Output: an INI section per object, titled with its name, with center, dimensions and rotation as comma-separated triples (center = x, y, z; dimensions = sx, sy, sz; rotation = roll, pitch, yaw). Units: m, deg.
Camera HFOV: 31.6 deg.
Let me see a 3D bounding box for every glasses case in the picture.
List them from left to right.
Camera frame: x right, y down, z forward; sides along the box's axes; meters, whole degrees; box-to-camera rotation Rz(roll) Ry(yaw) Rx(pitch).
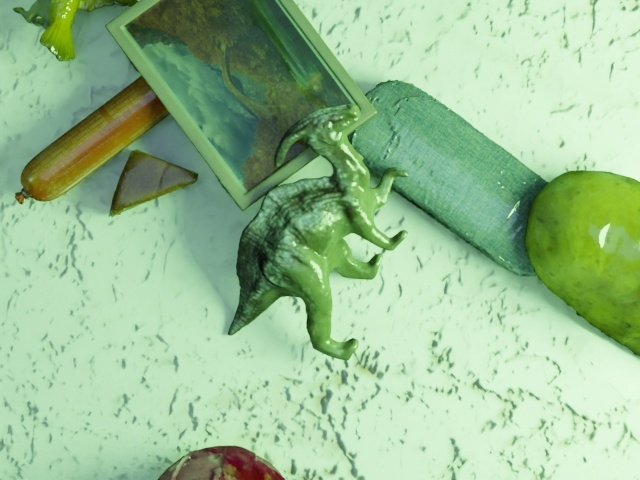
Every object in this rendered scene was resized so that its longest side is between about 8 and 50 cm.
[glasses case]
center = 0.154, -0.069, 1.249
dimensions = 0.282, 0.067, 0.109
rotation = 35, 85, 0

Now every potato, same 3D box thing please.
[potato]
center = 0.350, 0.028, 1.205
dimensions = 0.272, 0.111, 0.160
rotation = 37, 85, -16

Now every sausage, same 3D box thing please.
[sausage]
center = -0.193, -0.150, 1.242
dimensions = 0.348, 0.053, 0.053
rotation = -38, 90, -3

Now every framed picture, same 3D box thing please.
[framed picture]
center = -0.085, -0.183, 1.211
dimensions = 0.184, 0.016, 0.250
rotation = -36, 89, -4

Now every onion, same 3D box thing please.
[onion]
center = -0.107, 0.305, 1.191
dimensions = 0.177, 0.153, 0.177
rotation = 2, 81, -11

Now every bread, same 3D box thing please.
[bread]
center = -0.193, -0.071, 1.245
dimensions = 0.109, 0.043, 0.062
rotation = -25, 92, -1

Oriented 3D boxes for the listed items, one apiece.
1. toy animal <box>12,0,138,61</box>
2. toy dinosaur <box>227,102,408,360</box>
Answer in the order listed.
[toy animal]
center = -0.296, -0.273, 1.226
dimensions = 0.095, 0.219, 0.155
rotation = -52, 53, 14
[toy dinosaur]
center = 0.000, -0.004, 1.213
dimensions = 0.162, 0.077, 0.294
rotation = 21, 101, -10
